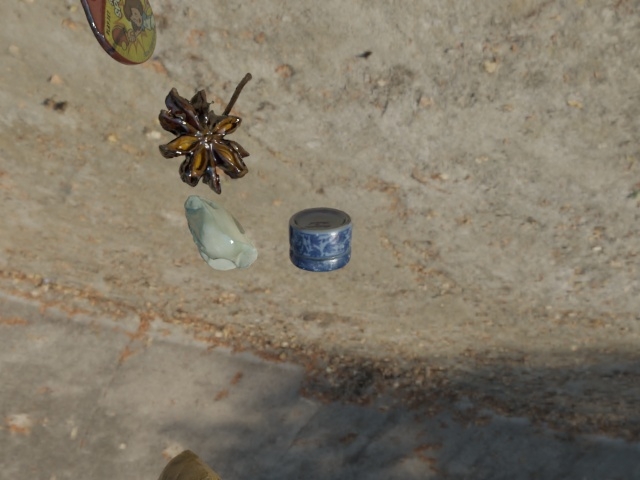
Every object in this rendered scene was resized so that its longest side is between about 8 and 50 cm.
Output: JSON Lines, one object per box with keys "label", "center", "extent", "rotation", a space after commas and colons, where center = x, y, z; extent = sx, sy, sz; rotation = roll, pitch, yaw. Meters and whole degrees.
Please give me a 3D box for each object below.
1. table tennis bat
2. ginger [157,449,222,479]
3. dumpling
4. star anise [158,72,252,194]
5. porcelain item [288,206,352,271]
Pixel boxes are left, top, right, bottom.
{"label": "table tennis bat", "center": [-0.428, -0.471, 1.281], "extent": [0.038, 0.200, 0.310], "rotation": [-4, 172, 18]}
{"label": "ginger", "center": [-0.183, 0.349, 0.882], "extent": [0.069, 0.095, 0.190], "rotation": [42, 159, -23]}
{"label": "dumpling", "center": [-0.266, -0.012, 1.591], "extent": [0.151, 0.124, 0.228], "rotation": [-31, 101, 38]}
{"label": "star anise", "center": [-0.164, -0.167, 1.018], "extent": [0.234, 0.177, 0.073], "rotation": [-27, -172, -41]}
{"label": "porcelain item", "center": [0.000, 0.000, 1.468], "extent": [0.147, 0.147, 0.114], "rotation": [2, 114, 6]}
